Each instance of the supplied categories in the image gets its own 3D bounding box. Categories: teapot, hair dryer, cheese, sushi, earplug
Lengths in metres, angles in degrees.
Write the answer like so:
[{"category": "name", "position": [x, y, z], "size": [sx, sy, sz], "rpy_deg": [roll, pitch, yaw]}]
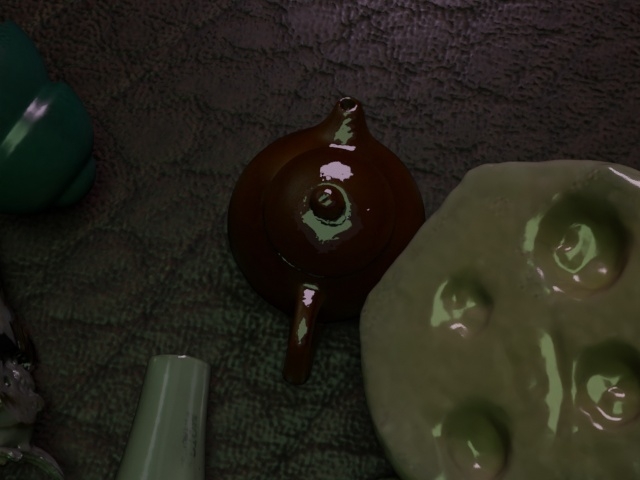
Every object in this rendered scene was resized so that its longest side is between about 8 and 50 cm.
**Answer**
[{"category": "teapot", "position": [0.000, 0.000, 0.848], "size": [0.178, 0.135, 0.252], "rpy_deg": [10, 77, 6]}, {"category": "hair dryer", "position": [-0.186, 0.203, 0.784], "size": [0.298, 0.119, 0.296], "rpy_deg": [42, 54, -24]}, {"category": "cheese", "position": [0.191, 0.088, 0.738], "size": [0.326, 0.115, 0.318], "rpy_deg": [-10, 73, 27]}, {"category": "sushi", "position": [-0.321, 0.103, 0.842], "size": [0.109, 0.134, 0.273], "rpy_deg": [-24, 94, 8]}, {"category": "earplug", "position": [-0.313, -0.143, 0.887], "size": [0.280, 0.257, 0.164], "rpy_deg": [43, 110, -10]}]

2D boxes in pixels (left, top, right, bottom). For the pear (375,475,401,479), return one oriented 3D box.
[{"category": "pear", "position": [0.062, 0.272, 0.798], "size": [0.141, 0.141, 0.104], "rpy_deg": [-43, 102, -9]}]
